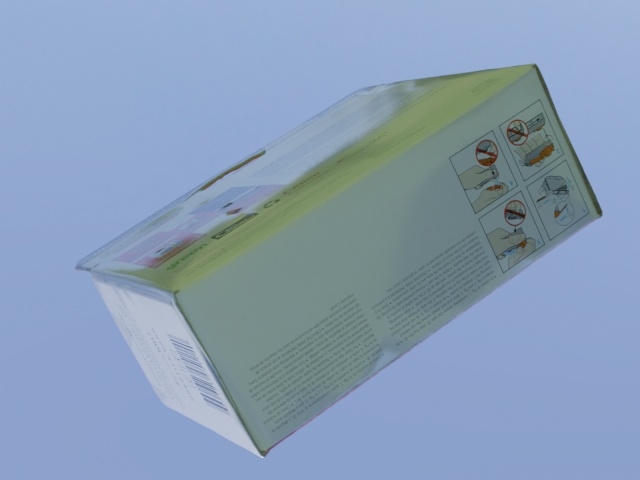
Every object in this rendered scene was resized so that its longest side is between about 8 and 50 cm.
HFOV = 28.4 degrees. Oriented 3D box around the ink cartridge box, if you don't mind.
[{"bbox_3d":[0.000,0.000,0.954,0.309,0.130,0.272,-33,-164,-19],"label":"ink cartridge box"}]
